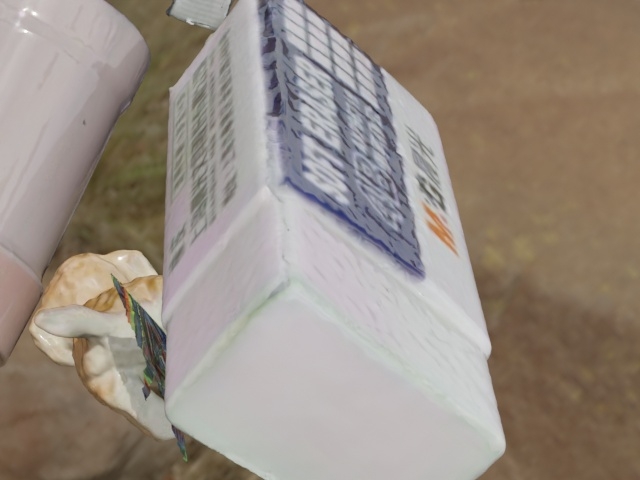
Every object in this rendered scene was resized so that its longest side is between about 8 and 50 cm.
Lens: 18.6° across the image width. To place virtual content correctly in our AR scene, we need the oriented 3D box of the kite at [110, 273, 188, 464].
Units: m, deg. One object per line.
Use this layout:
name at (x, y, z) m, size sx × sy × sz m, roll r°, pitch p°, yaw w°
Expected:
kite at (-0.099, 0.069, 1.154) m, size 0.090 × 0.004 × 0.122 m, roll -81°, pitch 151°, yaw -70°

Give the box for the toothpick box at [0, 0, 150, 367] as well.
toothpick box at (-0.144, -0.033, 0.822) m, size 0.098 × 0.098 × 0.149 m, roll 30°, pitch 71°, yaw -17°

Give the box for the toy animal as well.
toy animal at (-0.148, 0.047, 1.286) m, size 0.184 × 0.104 × 0.185 m, roll 27°, pitch 6°, yaw -39°

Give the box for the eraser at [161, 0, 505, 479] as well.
eraser at (0.000, 0.000, 0.862) m, size 0.130 × 0.086 × 0.287 m, roll 35°, pitch 22°, yaw -22°

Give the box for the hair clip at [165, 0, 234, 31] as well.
hair clip at (-0.050, -0.243, 1.328) m, size 0.140 × 0.220 × 0.054 m, roll 21°, pitch 40°, yaw 0°
